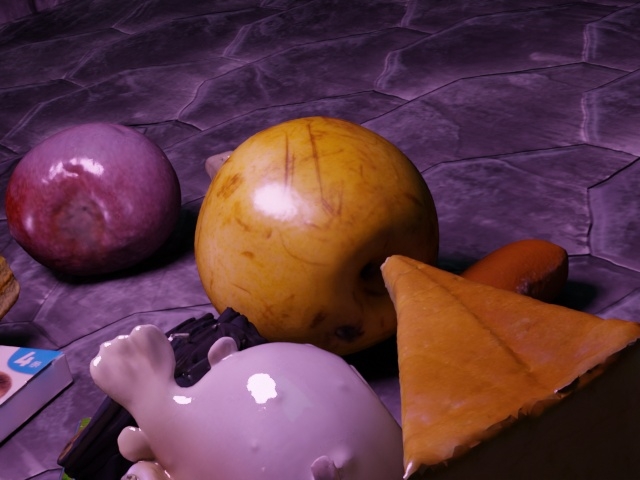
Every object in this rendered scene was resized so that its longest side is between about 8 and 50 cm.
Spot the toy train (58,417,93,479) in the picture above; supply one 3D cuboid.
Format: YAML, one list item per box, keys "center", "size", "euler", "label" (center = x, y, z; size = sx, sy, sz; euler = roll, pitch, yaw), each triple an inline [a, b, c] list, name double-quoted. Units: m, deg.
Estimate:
- center: [-0.227, 0.243, 1.294]
  size: [0.042, 0.044, 0.209]
  euler: [-9, 25, 5]
  label: "toy train"

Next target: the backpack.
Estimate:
- center: [-0.128, 0.156, 1.298]
  size: [0.206, 0.133, 0.258]
  euler: [-46, 2, 23]
  label: "backpack"

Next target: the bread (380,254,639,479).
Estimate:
- center: [0.098, 0.168, 1.084]
  size: [0.245, 0.233, 0.362]
  euler: [-25, 23, -22]
  label: "bread"

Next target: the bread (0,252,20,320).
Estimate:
- center: [-0.499, 0.088, 1.587]
  size: [0.234, 0.110, 0.184]
  euler: [-6, 26, 19]
  label: "bread"

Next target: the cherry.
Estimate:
- center: [-0.301, -0.066, 1.814]
  size: [0.239, 0.206, 0.239]
  euler: [-20, 28, 11]
  label: "cherry"

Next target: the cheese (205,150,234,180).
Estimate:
- center: [-0.121, -0.089, 1.977]
  size: [0.065, 0.043, 0.194]
  euler: [-14, 22, -15]
  label: "cheese"

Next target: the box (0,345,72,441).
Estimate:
- center: [-0.464, 0.196, 1.510]
  size: [0.273, 0.048, 0.265]
  euler: [1, 26, 30]
  label: "box"

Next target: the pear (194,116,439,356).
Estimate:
- center: [0.000, 0.000, 1.459]
  size: [0.281, 0.280, 0.280]
  euler: [-11, 24, 5]
  label: "pear"

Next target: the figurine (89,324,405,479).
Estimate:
- center: [-0.129, 0.217, 1.091]
  size: [0.394, 0.274, 0.226]
  euler: [-34, -3, -3]
  label: "figurine"

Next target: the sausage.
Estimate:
- center: [0.177, 0.068, 1.422]
  size: [0.098, 0.098, 0.238]
  euler: [11, 31, 43]
  label: "sausage"
